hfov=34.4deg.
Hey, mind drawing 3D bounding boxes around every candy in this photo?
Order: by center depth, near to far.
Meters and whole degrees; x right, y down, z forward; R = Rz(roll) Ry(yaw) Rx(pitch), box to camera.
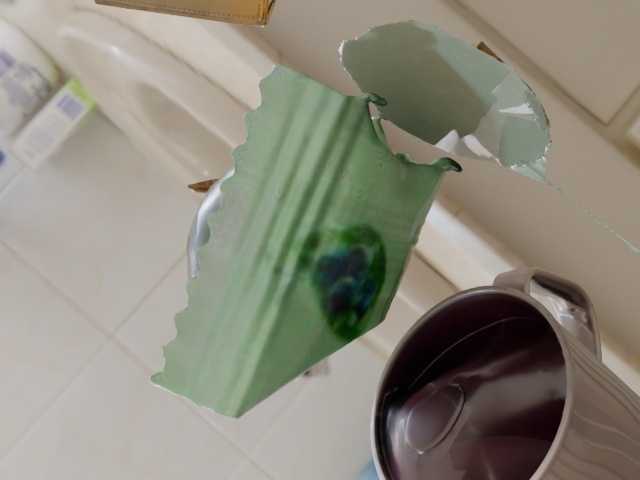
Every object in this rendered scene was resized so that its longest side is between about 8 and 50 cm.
[{"bbox_3d":[-0.006,-0.002,0.913,0.172,0.262,0.398,27,-174,3],"label":"candy"}]

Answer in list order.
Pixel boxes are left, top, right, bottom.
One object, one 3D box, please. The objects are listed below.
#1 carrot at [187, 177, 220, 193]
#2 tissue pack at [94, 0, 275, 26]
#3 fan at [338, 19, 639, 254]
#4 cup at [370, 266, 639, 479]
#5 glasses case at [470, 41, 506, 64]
[{"bbox_3d":[-0.084,-0.077,1.439,0.216,0.048,0.048,-2,-167,-27],"label":"carrot"},{"bbox_3d":[-0.207,-0.448,1.668,0.275,0.145,0.194,7,-154,-1],"label":"tissue pack"},{"bbox_3d":[0.151,-0.072,0.812,0.310,0.010,0.182,35,163,-19],"label":"fan"},{"bbox_3d":[0.197,0.175,1.000,0.273,0.208,0.288,37,-155,-38],"label":"cup"},{"bbox_3d":[0.185,-0.222,1.387,0.065,0.041,0.170,40,169,-18],"label":"glasses case"}]
